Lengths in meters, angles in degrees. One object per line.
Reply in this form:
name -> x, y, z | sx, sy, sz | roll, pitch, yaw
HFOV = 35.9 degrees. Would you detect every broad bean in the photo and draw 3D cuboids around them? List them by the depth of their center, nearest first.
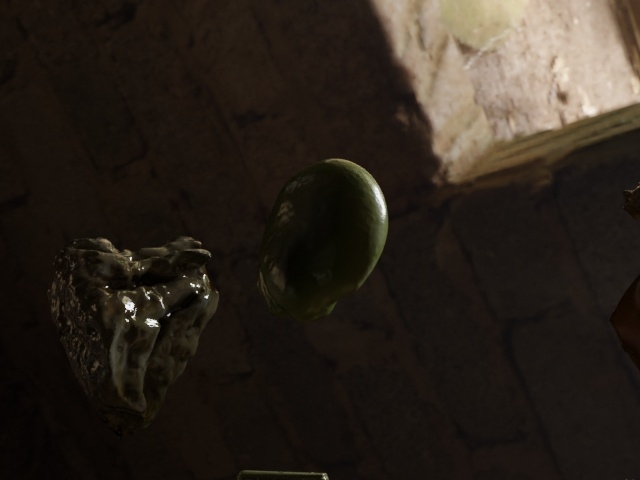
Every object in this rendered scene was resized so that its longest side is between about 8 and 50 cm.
broad bean -> 0.000, 0.000, 1.665 | 0.119, 0.238, 0.291 | 30, 76, -49

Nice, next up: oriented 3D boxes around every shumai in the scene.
shumai -> -0.199, 0.078, 1.135 | 0.184, 0.185, 0.218 | 58, 3, -41

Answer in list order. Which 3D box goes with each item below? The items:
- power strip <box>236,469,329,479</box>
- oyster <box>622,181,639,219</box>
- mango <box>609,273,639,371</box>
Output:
power strip -> -0.054, 0.403, 1.558 | 0.028, 0.169, 0.076 | 22, 66, -69
oyster -> 0.559, -0.173, 1.522 | 0.198, 0.337, 0.133 | 32, 39, 17
mango -> 0.466, 0.086, 1.142 | 0.136, 0.236, 0.166 | 21, 21, -23
